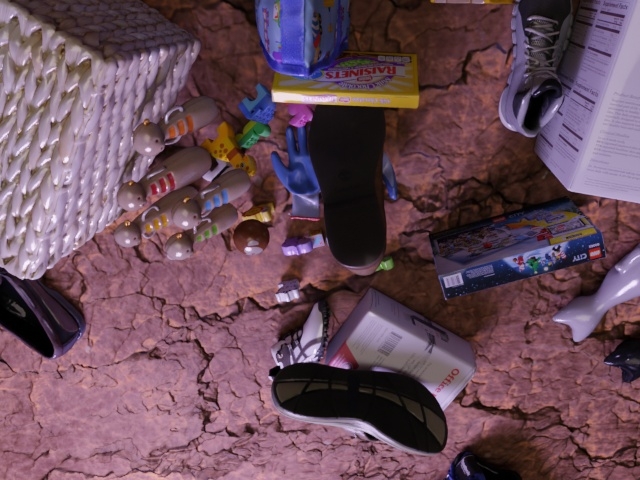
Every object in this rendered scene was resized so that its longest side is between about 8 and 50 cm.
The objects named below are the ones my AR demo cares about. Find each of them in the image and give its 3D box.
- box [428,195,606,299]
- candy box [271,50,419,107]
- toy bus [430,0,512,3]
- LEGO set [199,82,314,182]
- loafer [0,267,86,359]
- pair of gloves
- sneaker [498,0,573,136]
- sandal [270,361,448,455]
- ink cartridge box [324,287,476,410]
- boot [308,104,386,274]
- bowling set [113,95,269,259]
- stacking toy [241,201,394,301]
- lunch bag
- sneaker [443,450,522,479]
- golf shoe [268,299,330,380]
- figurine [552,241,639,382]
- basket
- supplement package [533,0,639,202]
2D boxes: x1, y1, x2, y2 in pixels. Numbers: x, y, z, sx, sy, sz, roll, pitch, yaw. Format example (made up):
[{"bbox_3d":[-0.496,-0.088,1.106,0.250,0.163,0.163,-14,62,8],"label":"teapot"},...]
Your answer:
[{"bbox_3d":[0.291,0.008,0.954,0.233,0.159,0.044,-16,110,11],"label":"box"},{"bbox_3d":[0.037,-0.235,0.892,0.206,0.105,0.027,3,142,2],"label":"candy box"},{"bbox_3d":[0.209,-0.404,0.805,0.202,0.104,0.191,-41,76,44],"label":"toy bus"},{"bbox_3d":[-0.100,-0.143,0.931,0.227,0.087,0.093,-41,69,20],"label":"LEGO set"},{"bbox_3d":[-0.551,0.092,1.079,0.302,0.095,0.109,41,110,-14],"label":"loafer"},{"bbox_3d":[0.021,-0.107,0.971,0.198,0.023,0.159,0,93,5],"label":"pair of gloves"},{"bbox_3d":[0.311,-0.250,0.852,0.086,0.132,0.228,3,114,2],"label":"sneaker"},{"bbox_3d":[0.066,0.276,1.031,0.303,0.120,0.086,16,145,-1],"label":"sandal"},{"bbox_3d":[0.138,0.207,1.089,0.218,0.092,0.158,30,113,-8],"label":"ink cartridge box"},{"bbox_3d":[0.049,-0.096,0.917,0.112,0.115,0.305,-5,74,12],"label":"boot"},{"bbox_3d":[-0.180,-0.042,0.879,0.200,0.154,0.287,44,147,14],"label":"bowling set"},{"bbox_3d":[0.000,0.000,1.028,0.221,0.052,0.167,-15,112,9],"label":"stacking toy"},{"bbox_3d":[-0.030,-0.330,0.750,0.138,0.293,0.220,3,114,2],"label":"lunch bag"},{"bbox_3d":[0.260,0.508,1.209,0.316,0.127,0.182,-15,109,3],"label":"sneaker"},{"bbox_3d":[-0.039,0.189,1.101,0.094,0.077,0.198,15,113,-3],"label":"golf shoe"},{"bbox_3d":[0.528,0.125,1.036,0.215,0.092,0.209,37,115,-11],"label":"figurine"},{"bbox_3d":[-0.365,-0.185,0.805,0.266,0.328,0.331,29,113,-3],"label":"basket"},{"bbox_3d":[0.442,-0.202,0.829,0.199,0.198,0.262,10,114,0],"label":"supplement package"}]
